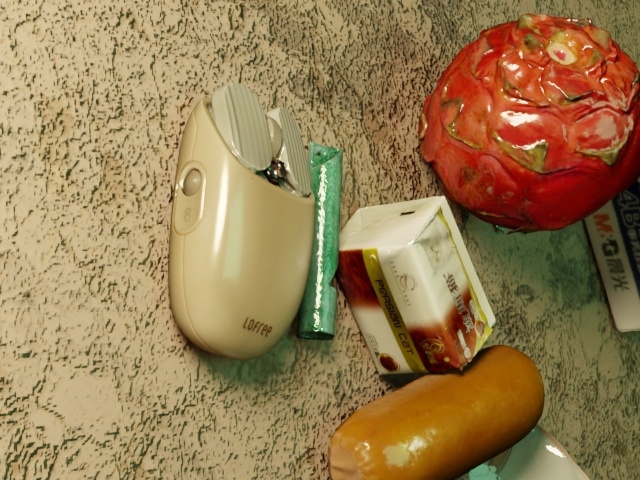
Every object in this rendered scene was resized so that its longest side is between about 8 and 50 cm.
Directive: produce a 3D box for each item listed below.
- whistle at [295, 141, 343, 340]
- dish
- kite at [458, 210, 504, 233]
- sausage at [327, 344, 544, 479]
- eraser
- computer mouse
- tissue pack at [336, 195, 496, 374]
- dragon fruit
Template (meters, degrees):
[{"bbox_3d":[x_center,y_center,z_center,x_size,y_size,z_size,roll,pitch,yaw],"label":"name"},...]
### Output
[{"bbox_3d":[0.000,0.000,1.667,0.039,0.039,0.186,22,66,-52],"label":"whistle"},{"bbox_3d":[0.177,0.282,1.802,0.229,0.081,0.229,16,47,-18],"label":"dish"},{"bbox_3d":[0.173,-0.059,1.954,0.139,0.011,0.156,55,42,-30],"label":"kite"},{"bbox_3d":[0.115,0.182,1.721,0.274,0.105,0.105,-21,102,-42],"label":"sausage"},{"bbox_3d":[0.392,-0.033,2.162,0.086,0.130,0.287,-38,117,-47],"label":"eraser"},{"bbox_3d":[-0.065,-0.015,1.536,0.145,0.082,0.236,27,63,-50],"label":"computer mouse"},{"bbox_3d":[0.088,0.047,1.725,0.099,0.106,0.148,-51,124,-47],"label":"tissue pack"},{"bbox_3d":[0.222,-0.121,1.823,0.241,0.252,0.241,33,35,-28],"label":"dragon fruit"}]
